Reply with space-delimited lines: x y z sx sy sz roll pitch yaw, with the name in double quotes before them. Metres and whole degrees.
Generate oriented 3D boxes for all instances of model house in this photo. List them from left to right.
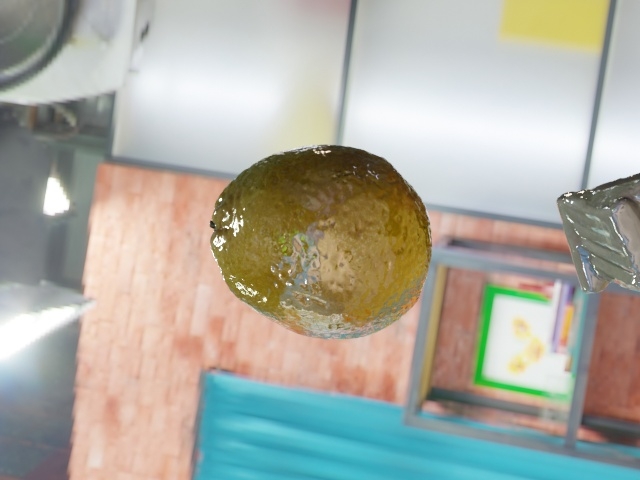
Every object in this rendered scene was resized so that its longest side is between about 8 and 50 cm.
"model house" 0.236 -0.039 0.757 0.229 0.188 0.122 -16 -97 -50

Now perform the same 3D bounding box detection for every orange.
"orange" 0.000 0.000 0.553 0.085 0.095 0.085 -166 90 -85
